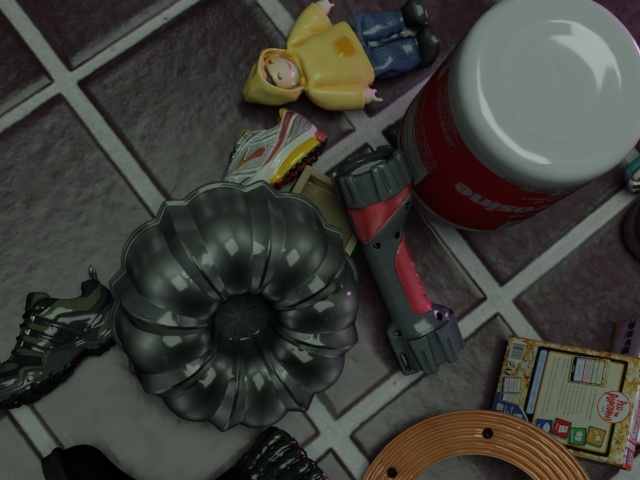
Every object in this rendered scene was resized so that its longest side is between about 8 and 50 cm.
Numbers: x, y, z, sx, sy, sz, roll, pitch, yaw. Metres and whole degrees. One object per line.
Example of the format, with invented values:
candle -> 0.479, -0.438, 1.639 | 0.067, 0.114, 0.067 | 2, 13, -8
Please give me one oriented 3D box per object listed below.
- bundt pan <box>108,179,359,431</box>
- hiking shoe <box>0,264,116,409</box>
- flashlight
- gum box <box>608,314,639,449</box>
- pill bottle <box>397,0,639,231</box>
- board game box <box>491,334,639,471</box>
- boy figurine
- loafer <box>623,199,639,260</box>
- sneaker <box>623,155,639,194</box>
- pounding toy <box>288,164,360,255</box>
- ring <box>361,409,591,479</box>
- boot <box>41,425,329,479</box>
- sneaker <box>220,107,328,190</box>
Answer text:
bundt pan -> -0.099, 0.097, 1.330 | 0.330, 0.124, 0.331 | -4, 109, -11
hiking shoe -> -0.361, 0.129, 1.381 | 0.227, 0.086, 0.114 | -34, 78, -23
flashlight -> 0.112, 0.027, 1.417 | 0.103, 0.103, 0.304 | -44, 117, -43
gum box -> 0.442, 0.204, 1.487 | 0.062, 0.107, 0.188 | 18, 76, -6
pill bottle -> 0.230, -0.138, 1.361 | 0.229, 0.408, 0.229 | 2, 79, -9
board game box -> 0.335, 0.217, 1.441 | 0.193, 0.045, 0.147 | 8, 75, 32
boy figurine -> 0.019, -0.266, 1.512 | 0.285, 0.092, 0.177 | -18, 82, -17
loafer -> 0.609, 0.060, 1.533 | 0.366, 0.130, 0.134 | 32, 76, -3
sneaker -> 0.544, -0.166, 1.597 | 0.275, 0.107, 0.110 | -38, 68, -19
pounding toy -> 0.000, 0.000, 1.465 | 0.141, 0.100, 0.130 | 31, 61, -6
ring -> 0.205, 0.392, 1.401 | 0.336, 0.032, 0.337 | -2, 80, 11
boot -> -0.149, 0.319, 1.344 | 0.260, 0.131, 0.348 | -45, 100, -8
sneaker -> -0.098, -0.096, 1.470 | 0.225, 0.088, 0.093 | -40, 80, -22
